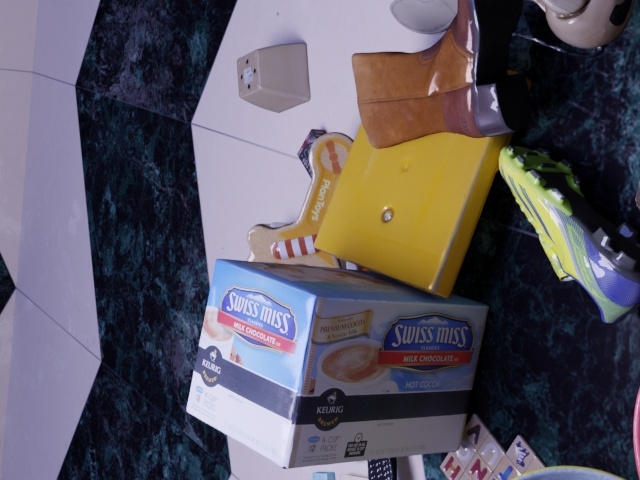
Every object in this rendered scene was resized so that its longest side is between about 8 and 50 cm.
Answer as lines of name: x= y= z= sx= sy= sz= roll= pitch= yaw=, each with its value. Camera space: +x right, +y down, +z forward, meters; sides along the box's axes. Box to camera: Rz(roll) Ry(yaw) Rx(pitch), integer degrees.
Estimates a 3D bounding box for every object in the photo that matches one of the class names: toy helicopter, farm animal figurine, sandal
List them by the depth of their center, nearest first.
farm animal figurine: x=0.335 y=-0.347 z=1.065 sx=0.172 sy=0.330 sz=0.326 roll=28 pitch=118 yaw=9
sandal: x=0.102 y=0.318 z=1.567 sx=0.067 sy=0.040 sz=0.179 roll=-19 pitch=62 yaw=41
toy helicopter: x=0.000 y=0.000 z=1.603 sx=0.140 sy=0.235 sz=0.354 roll=-52 pitch=-20 yaw=-77

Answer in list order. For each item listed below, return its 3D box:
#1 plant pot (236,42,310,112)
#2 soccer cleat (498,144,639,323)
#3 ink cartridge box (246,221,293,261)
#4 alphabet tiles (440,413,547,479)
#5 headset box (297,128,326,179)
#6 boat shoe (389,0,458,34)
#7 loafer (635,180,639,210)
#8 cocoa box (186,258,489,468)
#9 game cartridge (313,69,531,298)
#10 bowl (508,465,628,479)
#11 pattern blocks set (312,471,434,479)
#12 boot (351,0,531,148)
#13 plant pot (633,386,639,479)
plant pot: x=-0.092 y=-0.299 z=1.786 sx=0.109 sy=0.096 sz=0.109 roll=-11 pitch=81 yaw=54
soccer cleat: x=0.305 y=-0.014 z=1.250 sx=0.289 sy=0.094 sz=0.121 roll=55 pitch=139 yaw=39
ink cartridge box: x=-0.068 y=0.037 z=1.762 sx=0.090 sy=0.092 sz=0.143 roll=48 pitch=128 yaw=42
alphabet tiles: x=0.259 y=0.370 z=1.388 sx=0.237 sy=0.009 sz=0.198 roll=53 pitch=131 yaw=39
headset box: x=-0.004 y=-0.150 z=1.722 sx=0.062 sy=0.032 sz=0.083 roll=-58 pitch=46 yaw=36
boat shoe: x=0.183 y=-0.359 z=1.457 sx=0.065 sy=0.075 sz=0.206 roll=-52 pitch=24 yaw=-20
loafer: x=0.408 y=-0.168 z=1.067 sx=0.130 sy=0.134 sz=0.365 roll=23 pitch=109 yaw=51
cocoa box: x=0.029 y=0.164 z=1.389 sx=0.231 sy=0.347 sz=0.227 roll=17 pitch=98 yaw=48
game cartridge: x=0.141 y=-0.102 z=1.439 sx=0.285 sy=0.053 sz=0.323 roll=21 pitch=88 yaw=52
bowl: x=0.298 y=0.418 z=1.182 sx=0.156 sy=0.290 sz=0.289 roll=59 pitch=-162 yaw=-74
pattern blocks set: x=0.091 y=0.462 z=1.605 sx=0.325 sy=0.026 sz=0.285 roll=-32 pitch=65 yaw=50
boot: x=0.151 y=-0.263 z=1.343 sx=0.280 sy=0.096 sz=0.264 roll=3 pitch=113 yaw=52
plant pot: x=0.469 y=0.177 z=0.896 sx=0.275 sy=0.243 sz=0.274 roll=2 pitch=93 yaw=54
